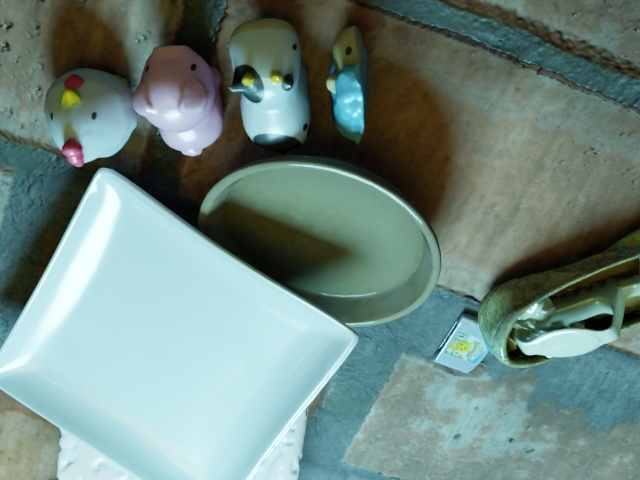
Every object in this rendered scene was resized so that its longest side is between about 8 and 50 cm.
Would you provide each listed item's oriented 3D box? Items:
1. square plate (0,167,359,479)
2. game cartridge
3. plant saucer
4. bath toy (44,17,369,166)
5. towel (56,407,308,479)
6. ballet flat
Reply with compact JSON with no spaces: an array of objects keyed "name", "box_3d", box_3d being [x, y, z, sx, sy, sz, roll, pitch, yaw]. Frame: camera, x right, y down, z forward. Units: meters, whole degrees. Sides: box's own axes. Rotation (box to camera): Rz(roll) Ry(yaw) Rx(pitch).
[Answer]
[{"name":"square plate","box_3d":[-0.183,0.133,1.136,0.347,0.049,0.344,34,115,-2]},{"name":"game cartridge","box_3d":[0.185,0.132,1.204,0.056,0.017,0.083,19,123,-13]},{"name":"plant saucer","box_3d":[0.000,0.000,1.075,0.278,0.041,0.277,9,140,8]},{"name":"bath toy","box_3d":[-0.125,-0.142,0.978,0.349,0.129,0.151,-6,123,9]},{"name":"towel","box_3d":[-0.185,0.298,1.243,0.317,0.053,0.331,7,97,1]},{"name":"ballet flat","box_3d":[0.349,0.061,1.087,0.349,0.123,0.123,-22,119,17]}]
